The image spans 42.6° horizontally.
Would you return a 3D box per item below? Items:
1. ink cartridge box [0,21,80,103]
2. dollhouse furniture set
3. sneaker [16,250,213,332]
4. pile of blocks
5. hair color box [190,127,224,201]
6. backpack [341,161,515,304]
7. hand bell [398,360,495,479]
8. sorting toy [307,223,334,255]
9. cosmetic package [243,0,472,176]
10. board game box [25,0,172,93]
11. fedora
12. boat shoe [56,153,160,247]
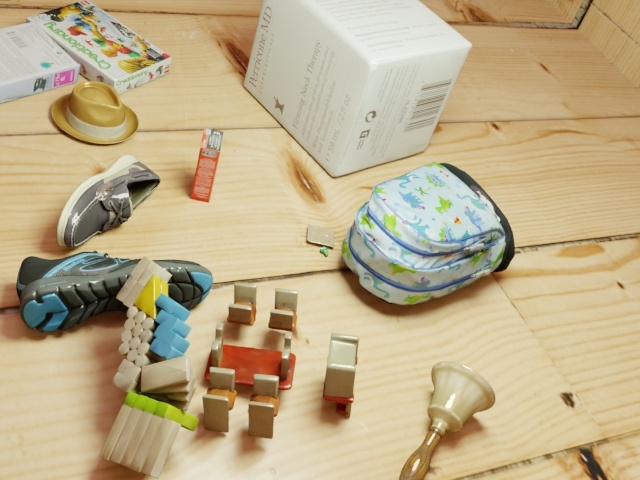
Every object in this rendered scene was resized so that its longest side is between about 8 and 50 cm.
[{"bbox_3d":[-0.722,-0.388,1.831,0.186,0.065,0.311,43,43,19],"label":"ink cartridge box"},{"bbox_3d":[-0.067,0.223,1.417,0.259,0.135,0.262,7,41,2],"label":"dollhouse furniture set"},{"bbox_3d":[-0.358,0.064,1.448,0.340,0.125,0.140,-2,37,-28],"label":"sneaker"},{"bbox_3d":[-0.242,0.202,1.300,0.148,0.112,0.362,-14,60,21],"label":"pile of blocks"},{"bbox_3d":[-0.237,-0.156,1.716,0.043,0.141,0.072,12,41,-10],"label":"hair color box"},{"bbox_3d":[0.208,-0.015,1.690,0.355,0.273,0.290,-27,65,-26],"label":"backpack"},{"bbox_3d":[0.195,0.339,1.409,0.126,0.126,0.242,30,55,11],"label":"hand bell"},{"bbox_3d":[0.000,0.000,1.740,0.062,0.012,0.083,17,38,-11],"label":"sorting toy"},{"bbox_3d":[0.077,-0.422,1.984,0.327,0.330,0.394,-20,54,-36],"label":"cosmetic package"},{"bbox_3d":[-0.540,-0.475,2.004,0.305,0.053,0.193,35,44,17],"label":"board game box"},{"bbox_3d":[-0.492,-0.293,1.809,0.194,0.079,0.194,12,42,-11],"label":"fedora"},{"bbox_3d":[-0.406,-0.075,1.595,0.092,0.103,0.285,21,35,8],"label":"boat shoe"}]
